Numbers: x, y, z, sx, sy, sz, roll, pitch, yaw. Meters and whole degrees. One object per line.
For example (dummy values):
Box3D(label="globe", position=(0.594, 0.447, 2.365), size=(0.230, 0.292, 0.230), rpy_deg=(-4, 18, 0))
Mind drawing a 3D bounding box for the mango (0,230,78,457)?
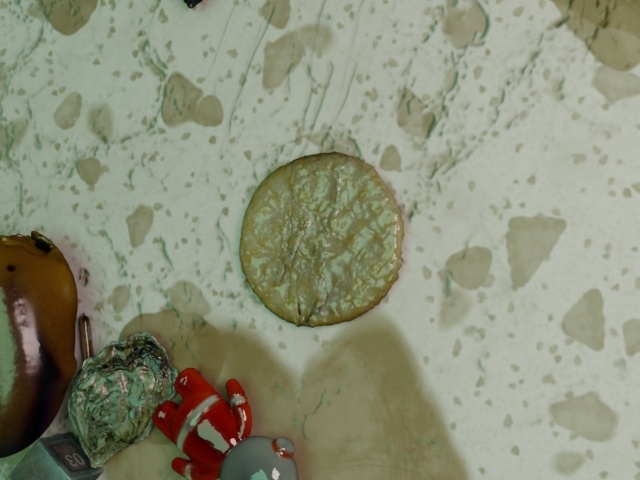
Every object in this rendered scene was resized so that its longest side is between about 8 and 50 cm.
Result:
Box3D(label="mango", position=(-0.402, 0.131, 1.448), size=(0.201, 0.152, 0.287), rpy_deg=(-3, 88, 21))

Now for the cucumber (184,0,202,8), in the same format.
Box3D(label="cucumber", position=(-0.165, -0.415, 1.413), size=(0.067, 0.067, 0.245), rpy_deg=(-12, 86, 23))

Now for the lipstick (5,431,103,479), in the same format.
Box3D(label="lipstick", position=(-0.437, 0.416, 1.493), size=(0.076, 0.079, 0.371), rpy_deg=(44, 105, 17))

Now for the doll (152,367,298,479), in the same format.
Box3D(label="doll", position=(-0.103, 0.260, 1.357), size=(0.245, 0.076, 0.142), rpy_deg=(37, 103, 24))

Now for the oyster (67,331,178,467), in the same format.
Box3D(label="oyster", position=(-0.260, 0.202, 1.437), size=(0.177, 0.064, 0.125), rpy_deg=(-42, 88, 6))

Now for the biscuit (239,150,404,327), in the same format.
Box3D(label="biscuit", position=(-0.001, 0.000, 1.342), size=(0.219, 0.033, 0.220), rpy_deg=(-1, 87, 23))

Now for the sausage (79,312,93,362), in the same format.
Box3D(label="sausage", position=(-0.308, 0.146, 1.480), size=(0.015, 0.015, 0.100), rpy_deg=(-9, 85, 23))
